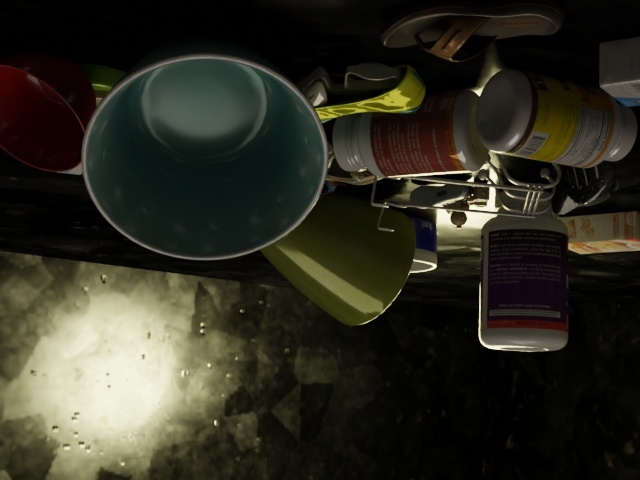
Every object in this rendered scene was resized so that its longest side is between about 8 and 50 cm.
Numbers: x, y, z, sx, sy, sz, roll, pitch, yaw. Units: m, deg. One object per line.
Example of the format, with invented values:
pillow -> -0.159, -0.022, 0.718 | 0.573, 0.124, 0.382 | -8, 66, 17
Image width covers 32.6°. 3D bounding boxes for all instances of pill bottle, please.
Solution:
pill bottle -> 0.333, -0.166, 1.531 | 0.215, 0.117, 0.117 | 7, 169, -27
pill bottle -> 0.422, 0.064, 2.268 | 0.182, 0.322, 0.181 | 3, 171, 0
pill bottle -> 0.134, -0.156, 1.638 | 0.216, 0.121, 0.121 | -3, 169, 28

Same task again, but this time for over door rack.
over door rack -> 0.252, -0.100, 1.949 | 0.324, 0.108, 0.239 | -5, 168, 6

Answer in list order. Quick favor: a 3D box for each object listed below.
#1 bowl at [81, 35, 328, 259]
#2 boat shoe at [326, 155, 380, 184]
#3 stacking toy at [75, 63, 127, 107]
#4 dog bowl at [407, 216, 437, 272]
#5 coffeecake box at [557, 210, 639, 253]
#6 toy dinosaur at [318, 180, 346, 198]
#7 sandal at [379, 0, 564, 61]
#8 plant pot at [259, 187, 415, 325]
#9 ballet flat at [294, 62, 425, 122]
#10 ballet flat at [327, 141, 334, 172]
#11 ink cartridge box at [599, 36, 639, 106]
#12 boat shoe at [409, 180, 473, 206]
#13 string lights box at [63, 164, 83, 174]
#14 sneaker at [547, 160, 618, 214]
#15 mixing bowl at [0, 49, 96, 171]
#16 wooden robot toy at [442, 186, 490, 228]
bowl -> -0.152, -0.142, 1.439 | 0.312, 0.163, 0.311 | -4, 127, -5
boat shoe -> 0.047, -0.133, 2.006 | 0.153, 0.056, 0.048 | 6, 178, 28
stacking toy -> -0.281, -0.163, 1.678 | 0.280, 0.130, 0.309 | 4, 170, -13
dog bowl -> 0.154, 0.011, 2.690 | 0.265, 0.104, 0.265 | 3, 171, 0
coffeecake box -> 0.655, -0.016, 2.501 | 0.186, 0.068, 0.142 | -5, 167, 35
toy dinosaur -> 0.018, -0.121, 2.195 | 0.090, 0.047, 0.082 | -29, 174, -23
sandal -> 0.176, -0.241, 1.292 | 0.220, 0.060, 0.090 | 0, 170, 13
plant pot -> 0.000, 0.000, 2.309 | 0.294, 0.274, 0.275 | 28, 158, -31
ballet flat -> 0.030, -0.211, 1.525 | 0.231, 0.077, 0.077 | -3, 148, 17
ballet flat -> -0.010, -0.151, 1.907 | 0.070, 0.070, 0.188 | -1, 174, 20
ink cartridge box -> 0.452, -0.217, 1.364 | 0.180, 0.060, 0.104 | -4, 168, 34
boat shoe -> 0.246, -0.090, 2.227 | 0.142, 0.049, 0.040 | -9, 166, 42
string lights box -> -0.321, -0.152, 1.919 | 0.260, 0.076, 0.133 | 6, 169, -21
sneaker -> 0.478, -0.113, 1.936 | 0.108, 0.100, 0.271 | -10, 175, -2
mixing bowl -> -0.381, -0.194, 1.515 | 0.182, 0.098, 0.181 | 15, 138, 14
wooden robot toy -> 0.302, -0.063, 2.280 | 0.076, 0.079, 0.173 | 8, 170, -29
